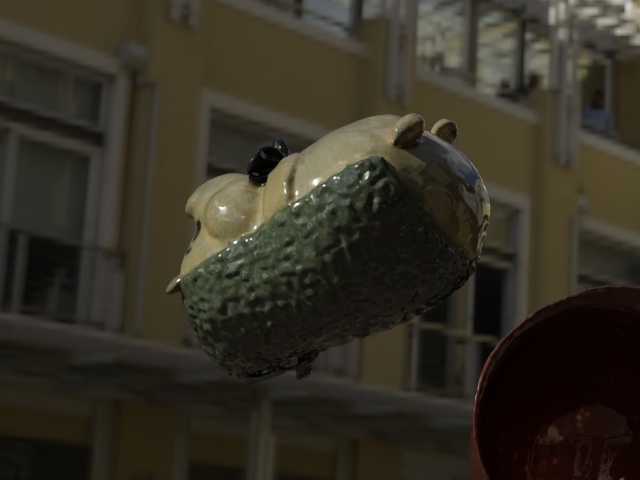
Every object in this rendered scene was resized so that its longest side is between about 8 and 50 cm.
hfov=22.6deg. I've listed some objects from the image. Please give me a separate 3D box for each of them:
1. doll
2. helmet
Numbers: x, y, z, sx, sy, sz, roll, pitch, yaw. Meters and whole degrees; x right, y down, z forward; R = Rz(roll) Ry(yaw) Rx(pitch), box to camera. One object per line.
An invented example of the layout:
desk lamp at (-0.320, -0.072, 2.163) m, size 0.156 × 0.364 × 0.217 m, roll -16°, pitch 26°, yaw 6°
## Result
doll at (0.000, 0.000, 1.673) m, size 0.349 × 0.247 × 0.247 m, roll -35°, pitch -29°, yaw 21°
helmet at (0.336, 0.261, 1.999) m, size 0.337 × 0.385 × 0.230 m, roll 34°, pitch -31°, yaw 7°
